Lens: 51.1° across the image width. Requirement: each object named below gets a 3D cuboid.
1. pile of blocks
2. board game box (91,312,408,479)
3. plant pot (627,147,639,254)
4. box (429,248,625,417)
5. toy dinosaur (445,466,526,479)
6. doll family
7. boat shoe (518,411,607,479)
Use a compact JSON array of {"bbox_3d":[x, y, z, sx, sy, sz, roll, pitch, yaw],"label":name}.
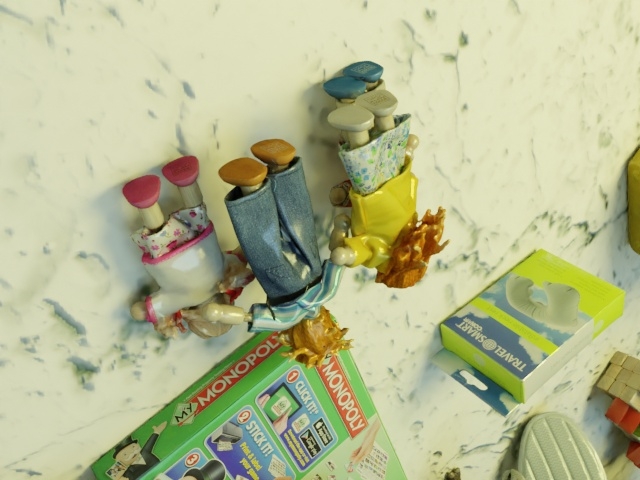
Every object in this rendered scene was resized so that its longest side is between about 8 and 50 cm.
[{"bbox_3d":[0.519,0.297,1.009,0.112,0.149,0.362,-54,133,-5],"label":"pile of blocks"},{"bbox_3d":[-0.030,0.229,0.609,0.213,0.046,0.317,-38,130,-19],"label":"board game box"},{"bbox_3d":[0.487,-0.052,0.787,0.187,0.212,0.212,-28,127,-10],"label":"plant pot"},{"bbox_3d":[0.210,0.088,0.686,0.178,0.109,0.042,-33,132,-22],"label":"box"},{"bbox_3d":[0.208,0.374,0.792,0.121,0.160,0.313,-39,129,-17],"label":"toy dinosaur"},{"bbox_3d":[0.000,0.000,0.470,0.263,0.118,0.163,-32,128,-23],"label":"doll family"},{"bbox_3d":[0.326,0.374,0.867,0.109,0.302,0.094,-13,167,6],"label":"boat shoe"}]
